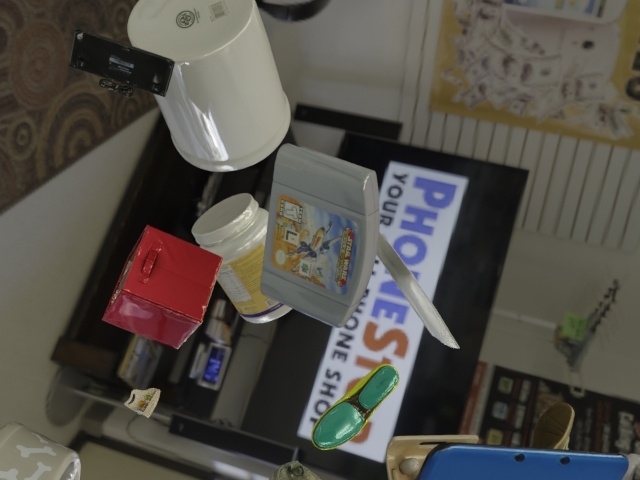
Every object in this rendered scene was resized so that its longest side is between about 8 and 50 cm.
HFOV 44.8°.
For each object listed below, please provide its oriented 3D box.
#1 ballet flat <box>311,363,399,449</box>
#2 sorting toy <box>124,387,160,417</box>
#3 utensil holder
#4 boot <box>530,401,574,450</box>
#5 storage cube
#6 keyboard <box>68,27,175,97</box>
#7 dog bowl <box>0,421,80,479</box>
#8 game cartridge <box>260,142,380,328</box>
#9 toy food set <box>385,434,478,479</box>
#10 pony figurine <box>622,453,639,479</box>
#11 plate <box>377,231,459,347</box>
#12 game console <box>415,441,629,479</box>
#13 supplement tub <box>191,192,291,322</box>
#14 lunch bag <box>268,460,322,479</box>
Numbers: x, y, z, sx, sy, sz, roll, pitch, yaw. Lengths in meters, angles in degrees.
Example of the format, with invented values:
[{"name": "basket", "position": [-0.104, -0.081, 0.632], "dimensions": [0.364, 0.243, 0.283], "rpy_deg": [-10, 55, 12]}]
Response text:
[{"name": "ballet flat", "position": [0.070, 0.341, 1.590], "dimensions": [0.231, 0.077, 0.077], "rpy_deg": [-41, -179, -17]}, {"name": "sorting toy", "position": [-0.480, 0.430, 2.072], "dimensions": [0.083, 0.075, 0.045], "rpy_deg": [-63, 169, -45]}, {"name": "utensil holder", "position": [-0.270, -0.414, 1.921], "dimensions": [0.385, 0.328, 0.327], "rpy_deg": [72, 34, -56]}, {"name": "boot", "position": [0.580, 0.498, 1.864], "dimensions": [0.165, 0.077, 0.213], "rpy_deg": [22, 92, -38]}, {"name": "storage cube", "position": [-0.365, 0.111, 1.798], "dimensions": [0.215, 0.193, 0.183], "rpy_deg": [-46, -156, 51]}, {"name": "keyboard", "position": [-0.362, -0.313, 1.408], "dimensions": [0.023, 0.180, 0.108], "rpy_deg": [-88, -161, -50]}, {"name": "dog bowl", "position": [-0.426, 0.430, 1.057], "dimensions": [0.349, 0.102, 0.348], "rpy_deg": [-166, -90, -86]}, {"name": "game cartridge", "position": [0.000, 0.000, 1.331], "dimensions": [0.062, 0.198, 0.297], "rpy_deg": [-28, 134, -50]}, {"name": "toy food set", "position": [0.275, 0.575, 1.678], "dimensions": [0.092, 0.220, 0.306], "rpy_deg": [123, -35, -56]}, {"name": "pony figurine", "position": [0.758, 0.470, 1.491], "dimensions": [0.363, 0.351, 0.303], "rpy_deg": [-54, 169, -11]}, {"name": "plate", "position": [0.228, 0.124, 1.968], "dimensions": [0.277, 0.045, 0.278], "rpy_deg": [54, 3, -30]}, {"name": "game console", "position": [0.224, 0.340, 1.076], "dimensions": [0.250, 0.293, 0.173], "rpy_deg": [-178, -83, -73]}, {"name": "supplement tub", "position": [-0.207, 0.052, 2.293], "dimensions": [0.331, 0.241, 0.241], "rpy_deg": [59, 36, -24]}, {"name": "lunch bag", "position": [-0.073, 0.634, 1.591], "dimensions": [0.212, 0.256, 0.305], "rpy_deg": [1, 133, -55]}]
